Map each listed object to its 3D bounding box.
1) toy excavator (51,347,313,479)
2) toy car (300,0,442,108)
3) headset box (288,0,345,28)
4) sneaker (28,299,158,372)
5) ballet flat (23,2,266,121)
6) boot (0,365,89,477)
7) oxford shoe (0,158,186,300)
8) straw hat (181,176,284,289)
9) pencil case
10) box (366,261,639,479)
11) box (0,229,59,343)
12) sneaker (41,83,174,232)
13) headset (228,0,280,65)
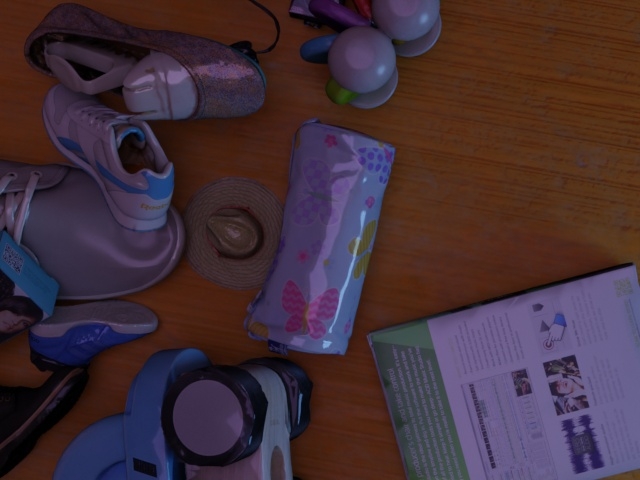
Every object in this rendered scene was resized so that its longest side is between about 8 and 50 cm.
[{"bbox_3d":[-0.235,0.345,1.450,0.445,0.222,0.432,-5,88,17],"label":"toy excavator"},{"bbox_3d":[0.051,-0.246,1.451,0.136,0.159,0.182,40,91,6],"label":"toy car"},{"bbox_3d":[0.000,-0.296,1.519,0.062,0.032,0.083,15,88,4],"label":"headset box"},{"bbox_3d":[-0.272,0.122,1.514,0.152,0.058,0.084,-3,123,-21],"label":"sneaker"},{"bbox_3d":[-0.212,-0.188,1.449,0.316,0.106,0.107,18,131,29],"label":"ballet flat"},{"bbox_3d":[-0.376,0.180,1.489,0.198,0.077,0.137,-44,81,18],"label":"boot"},{"bbox_3d":[-0.383,-0.029,1.489,0.450,0.130,0.169,13,84,2],"label":"oxford shoe"},{"bbox_3d":[-0.102,-0.009,1.502,0.145,0.061,0.144,0,89,4],"label":"straw hat"},{"bbox_3d":[0.000,0.000,1.470,0.124,0.113,0.273,15,89,28],"label":"pencil case"},{"bbox_3d":[0.238,0.177,1.477,0.322,0.058,0.232,-15,87,2],"label":"box"},{"bbox_3d":[-0.431,0.091,1.468,0.244,0.060,0.100,-28,122,19],"label":"box"},{"bbox_3d":[-0.241,-0.116,1.470,0.228,0.087,0.092,47,136,25],"label":"sneaker"},{"bbox_3d":[-0.118,-0.388,1.449,0.185,0.243,0.394,4,107,28],"label":"headset"}]
